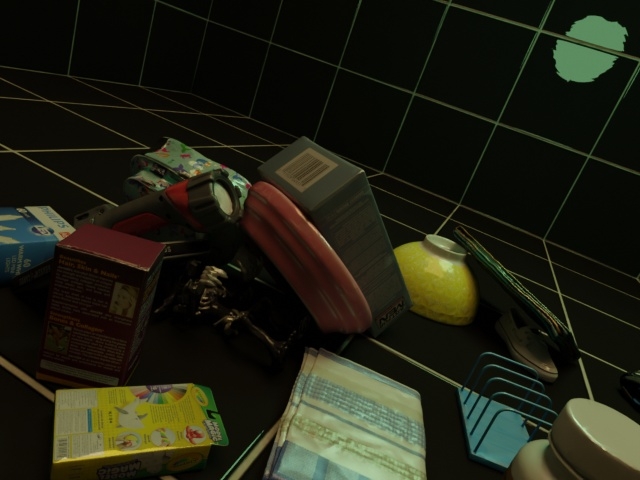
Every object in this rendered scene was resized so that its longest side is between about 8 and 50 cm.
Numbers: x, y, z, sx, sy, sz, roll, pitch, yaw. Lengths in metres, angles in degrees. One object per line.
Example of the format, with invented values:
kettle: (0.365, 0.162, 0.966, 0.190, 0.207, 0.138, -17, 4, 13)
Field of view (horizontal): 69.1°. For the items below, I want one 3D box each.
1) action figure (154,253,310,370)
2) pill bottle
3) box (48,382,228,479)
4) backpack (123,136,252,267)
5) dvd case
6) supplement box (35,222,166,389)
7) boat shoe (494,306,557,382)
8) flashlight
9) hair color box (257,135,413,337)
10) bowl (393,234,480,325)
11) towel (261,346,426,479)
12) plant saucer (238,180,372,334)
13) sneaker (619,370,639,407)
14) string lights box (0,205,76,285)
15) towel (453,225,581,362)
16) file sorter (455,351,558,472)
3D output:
action figure: (-0.151, 0.090, 0.765, 0.276, 0.140, 0.164, 27, 25, 12)
pill bottle: (0.252, 0.288, 0.483, 0.131, 0.229, 0.131, 18, 19, -6)
box: (-0.202, 0.213, 0.526, 0.179, 0.043, 0.105, 6, 23, -30)
backpack: (-0.263, -0.061, 0.943, 0.254, 0.225, 0.191, 23, 41, 1)
dvd case: (-0.324, 0.039, 0.738, 0.179, 0.029, 0.239, -17, -7, 37)
supplement box: (-0.270, 0.086, 0.576, 0.104, 0.188, 0.080, 17, 19, -9)
boat shoe: (0.484, 0.234, 1.094, 0.083, 0.075, 0.226, 14, 20, -17)
flashlight: (-0.283, -0.030, 0.792, 0.103, 0.304, 0.103, -91, 155, -42)
hair color box: (0.040, 0.004, 0.887, 0.185, 0.114, 0.374, 41, -16, 45)
bowl: (0.301, 0.078, 1.219, 0.290, 0.155, 0.289, 18, 19, -7)
towel: (0.047, 0.265, 0.645, 0.210, 0.034, 0.285, 23, 21, 2)
plant saucer: (-0.043, 0.048, 0.846, 0.332, 0.084, 0.332, 50, -12, 14)
sneaker: (0.772, 0.370, 1.025, 0.121, 0.079, 0.217, 4, 16, -31)
string lights box: (-0.523, 0.010, 0.705, 0.133, 0.076, 0.260, 30, 22, 29)
towel: (0.493, 0.135, 1.176, 0.271, 0.040, 0.370, 37, 14, -49)
file sorter: (0.305, 0.278, 0.755, 0.118, 0.104, 0.170, 21, 19, 3)
